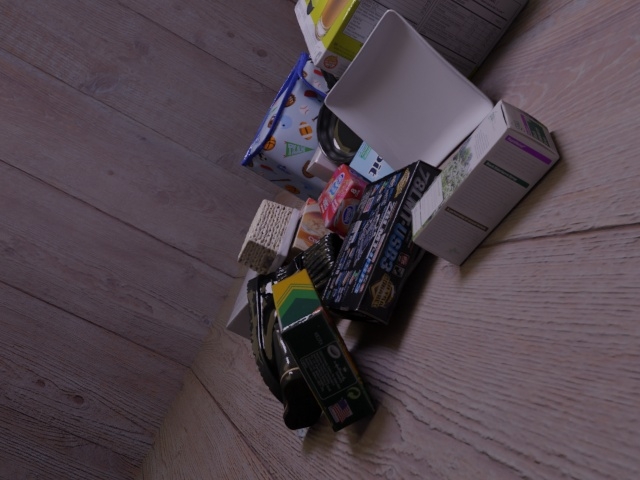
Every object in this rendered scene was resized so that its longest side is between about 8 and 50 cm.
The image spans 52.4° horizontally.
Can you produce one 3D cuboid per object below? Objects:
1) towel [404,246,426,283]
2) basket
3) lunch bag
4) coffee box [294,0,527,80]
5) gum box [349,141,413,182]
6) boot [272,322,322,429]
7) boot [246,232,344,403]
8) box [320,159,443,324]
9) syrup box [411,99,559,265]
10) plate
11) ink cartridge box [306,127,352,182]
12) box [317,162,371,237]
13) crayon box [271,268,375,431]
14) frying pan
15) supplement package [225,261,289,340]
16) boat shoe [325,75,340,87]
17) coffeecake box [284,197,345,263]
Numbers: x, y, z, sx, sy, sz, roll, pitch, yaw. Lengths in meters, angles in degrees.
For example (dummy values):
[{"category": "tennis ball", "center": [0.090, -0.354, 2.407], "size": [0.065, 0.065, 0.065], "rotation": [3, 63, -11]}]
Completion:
[{"category": "towel", "center": [0.151, 0.025, 1.274], "size": [0.144, 0.029, 0.197], "rotation": [-59, 13, 16]}, {"category": "basket", "center": [-0.130, -0.007, 1.630], "size": [0.113, 0.103, 0.167], "rotation": [123, 167, -45]}, {"category": "lunch bag", "center": [0.002, -0.331, 1.941], "size": [0.385, 0.328, 0.239], "rotation": [-64, 17, -19]}, {"category": "coffee box", "center": [0.183, -0.534, 1.460], "size": [0.334, 0.338, 0.337], "rotation": [-55, 31, 30]}, {"category": "gum box", "center": [0.164, -0.199, 1.496], "size": [0.157, 0.041, 0.184], "rotation": [-60, 39, 10]}, {"category": "boot", "center": [-0.050, 0.264, 1.255], "size": [0.198, 0.077, 0.137], "rotation": [92, 162, -45]}, {"category": "boot", "center": [-0.024, 0.167, 1.453], "size": [0.260, 0.131, 0.348], "rotation": [-27, 57, 19]}, {"category": "box", "center": [0.108, 0.011, 1.253], "size": [0.295, 0.073, 0.293], "rotation": [-68, 13, -10]}, {"category": "syrup box", "center": [0.241, -0.083, 0.987], "size": [0.237, 0.096, 0.093], "rotation": [-53, 17, 34]}, {"category": "plate", "center": [0.176, -0.283, 1.322], "size": [0.045, 0.277, 0.278], "rotation": [-44, -2, -42]}, {"category": "ink cartridge box", "center": [0.094, -0.259, 1.773], "size": [0.237, 0.172, 0.100], "rotation": [-65, 11, -16]}, {"category": "box", "center": [0.082, -0.092, 1.582], "size": [0.128, 0.123, 0.257], "rotation": [-58, 13, 14]}, {"category": "crayon box", "center": [-0.007, 0.176, 1.176], "size": [0.081, 0.202, 0.318], "rotation": [-28, 15, -2]}, {"category": "frying pan", "center": [0.034, -0.337, 1.666], "size": [0.197, 0.053, 0.326], "rotation": [-55, 52, 31]}, {"category": "supplement package", "center": [-0.105, 0.121, 1.753], "size": [0.175, 0.178, 0.293], "rotation": [-49, 19, 48]}, {"category": "boat shoe", "center": [0.094, -0.387, 1.676], "size": [0.219, 0.078, 0.070], "rotation": [13, 77, 41]}, {"category": "coffeecake box", "center": [0.000, 0.000, 1.666], "size": [0.068, 0.142, 0.185], "rotation": [-52, 16, 43]}]
